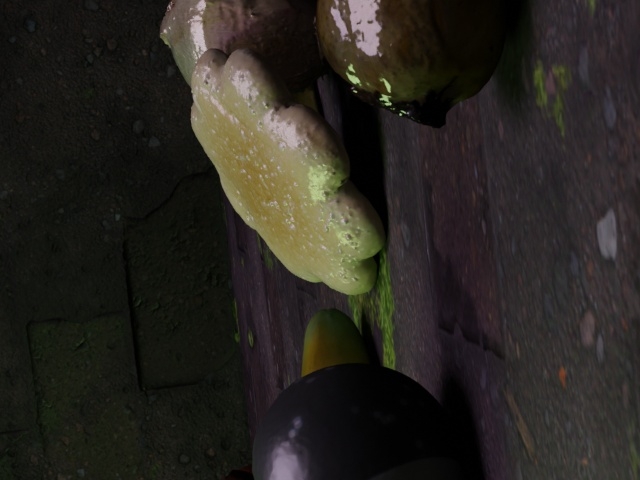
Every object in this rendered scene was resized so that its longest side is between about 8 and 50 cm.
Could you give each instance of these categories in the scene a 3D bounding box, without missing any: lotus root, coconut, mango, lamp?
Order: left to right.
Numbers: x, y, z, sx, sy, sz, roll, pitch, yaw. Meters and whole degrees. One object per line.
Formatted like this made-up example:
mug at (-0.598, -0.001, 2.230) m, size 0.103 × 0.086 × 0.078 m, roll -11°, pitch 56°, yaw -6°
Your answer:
coconut at (-0.088, -0.238, 1.704) m, size 0.194 × 0.194 × 0.194 m, roll 173°, pitch 90°, yaw -82°
mango at (0.018, 0.168, 1.666) m, size 0.130 × 0.092 × 0.195 m, roll 97°, pitch 169°, yaw -65°
lamp at (0.054, 0.253, 1.244) m, size 0.182 × 0.182 × 0.314 m, roll 102°, pitch 147°, yaw -67°
lotus root at (0.057, -0.179, 0.970) m, size 0.138 × 0.138 × 0.214 m, roll -128°, pitch 32°, yaw -75°

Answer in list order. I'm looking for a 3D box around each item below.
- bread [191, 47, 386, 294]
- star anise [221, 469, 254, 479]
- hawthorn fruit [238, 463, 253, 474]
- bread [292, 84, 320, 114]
bread at (-0.044, -0.068, 1.584) m, size 0.316 × 0.054 × 0.316 m, roll 46°, pitch 159°, yaw 24°
star anise at (0.018, 0.313, 1.374) m, size 0.088 × 0.288 × 0.288 m, roll -47°, pitch 28°, yaw 15°
hawthorn fruit at (-0.043, 0.402, 2.052) m, size 0.235 × 0.181 × 0.181 m, roll 85°, pitch 174°, yaw -46°
bread at (-0.030, -0.168, 1.870) m, size 0.088 × 0.049 × 0.226 m, roll 97°, pitch 165°, yaw -60°
